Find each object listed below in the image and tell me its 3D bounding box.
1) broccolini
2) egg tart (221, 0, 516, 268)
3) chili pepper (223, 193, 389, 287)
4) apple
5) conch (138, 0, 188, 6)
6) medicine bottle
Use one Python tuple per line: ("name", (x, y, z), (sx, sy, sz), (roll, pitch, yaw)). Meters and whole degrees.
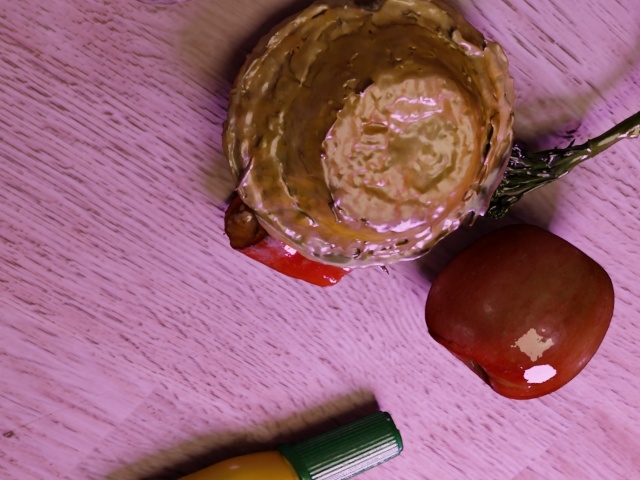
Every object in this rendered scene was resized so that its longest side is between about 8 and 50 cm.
("broccolini", (0.250, -0.120, 1.937), (0.271, 0.062, 0.123), (-32, 149, 12))
("egg tart", (0.057, -0.097, 1.794), (0.295, 0.116, 0.294), (-6, 109, -19))
("chili pepper", (0.000, 0.000, 1.916), (0.192, 0.084, 0.086), (24, 148, -35))
("apple", (0.206, 0.072, 2.009), (0.181, 0.181, 0.168), (37, 85, -41))
("conch", (-0.102, -0.300, 1.571), (0.291, 0.159, 0.210), (-24, 140, -62))
("medicine bottle", (-0.056, 0.269, 2.122), (0.309, 0.076, 0.111), (-22, 136, -5))
